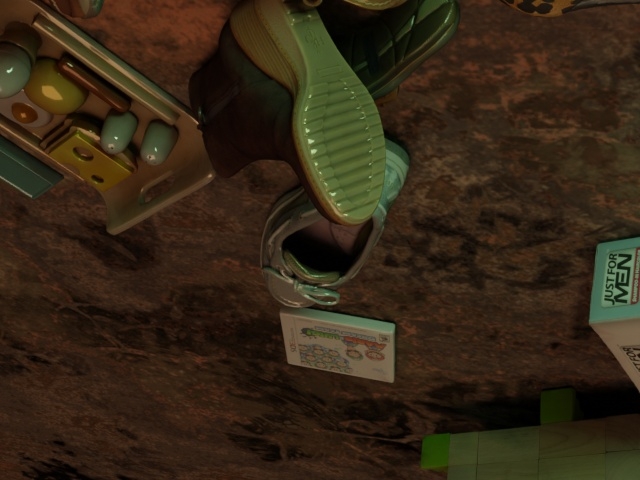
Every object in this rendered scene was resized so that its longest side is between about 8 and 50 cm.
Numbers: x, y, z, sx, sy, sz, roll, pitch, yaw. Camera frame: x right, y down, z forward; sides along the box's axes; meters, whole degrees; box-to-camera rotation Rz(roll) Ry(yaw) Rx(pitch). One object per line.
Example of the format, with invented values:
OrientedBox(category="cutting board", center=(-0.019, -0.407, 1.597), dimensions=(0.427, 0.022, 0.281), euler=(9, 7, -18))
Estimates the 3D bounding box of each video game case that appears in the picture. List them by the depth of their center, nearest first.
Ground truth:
OrientedBox(category="video game case", center=(0.026, 0.144, 1.535), dimensions=(0.157, 0.019, 0.143), euler=(9, 146, 10))

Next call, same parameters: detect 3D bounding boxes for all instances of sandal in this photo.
OrientedBox(category="sandal", center=(0.054, -0.165, 1.041), dimensions=(0.060, 0.090, 0.219), euler=(15, 146, -41))

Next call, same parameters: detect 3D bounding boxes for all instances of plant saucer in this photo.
OrientedBox(category="plant saucer", center=(-0.408, -0.112, 1.350), dimensions=(0.192, 0.018, 0.067), euler=(36, 141, -26))

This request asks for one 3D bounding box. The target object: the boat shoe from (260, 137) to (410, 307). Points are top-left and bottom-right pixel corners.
OrientedBox(category="boat shoe", center=(0.003, 0.000, 1.261), dimensions=(0.118, 0.103, 0.320), euler=(24, 145, -12))

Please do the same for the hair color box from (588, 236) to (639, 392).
OrientedBox(category="hair color box", center=(0.491, 0.068, 1.147), dimensions=(0.374, 0.113, 0.185), euler=(-11, 137, 34))

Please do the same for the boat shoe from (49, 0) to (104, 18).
OrientedBox(category="boat shoe", center=(-0.246, -0.313, 0.887), dimensions=(0.116, 0.123, 0.324), euler=(1, 142, 8))

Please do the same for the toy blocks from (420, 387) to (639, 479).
OrientedBox(category="toy blocks", center=(0.370, 0.343, 1.566), dimensions=(0.381, 0.190, 0.261), euler=(-14, 147, 36))

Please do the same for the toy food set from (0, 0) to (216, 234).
OrientedBox(category="toy food set", center=(-0.292, -0.123, 1.217), dimensions=(0.306, 0.092, 0.220), euler=(36, 141, -26))

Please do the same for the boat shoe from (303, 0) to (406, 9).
OrientedBox(category="boat shoe", center=(-0.047, -0.258, 0.921), dimensions=(0.285, 0.089, 0.104), euler=(24, 145, -11))

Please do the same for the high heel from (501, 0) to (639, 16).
OrientedBox(category="high heel", center=(0.200, -0.255, 0.813), dimensions=(0.186, 0.093, 0.261), euler=(1, 153, 11))

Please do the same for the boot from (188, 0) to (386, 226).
OrientedBox(category="boot", center=(-0.039, -0.100, 1.045), dimensions=(0.090, 0.248, 0.207), euler=(-9, 164, -32))
